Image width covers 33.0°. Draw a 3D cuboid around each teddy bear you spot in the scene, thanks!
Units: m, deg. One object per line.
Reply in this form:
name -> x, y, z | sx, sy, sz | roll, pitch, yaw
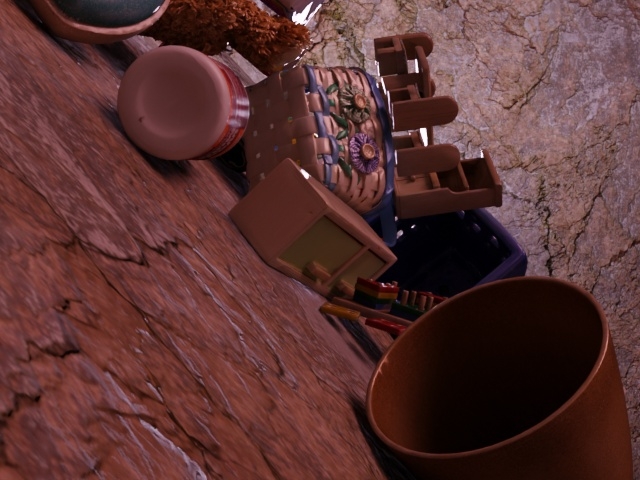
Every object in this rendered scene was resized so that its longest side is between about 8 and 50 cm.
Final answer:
teddy bear -> -0.171, -0.321, 1.477 | 0.338, 0.113, 0.245 | 17, 18, -5

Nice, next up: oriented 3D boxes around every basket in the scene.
basket -> 0.019, -0.120, 1.566 | 0.289, 0.201, 0.255 | 12, 65, -61

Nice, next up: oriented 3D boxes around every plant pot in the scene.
plant pot -> 0.193, 0.056, 1.780 | 0.236, 0.236, 0.212 | 50, 0, 31
plant pot -> 0.203, 0.207, 1.047 | 0.254, 0.237, 0.237 | 61, 0, -26

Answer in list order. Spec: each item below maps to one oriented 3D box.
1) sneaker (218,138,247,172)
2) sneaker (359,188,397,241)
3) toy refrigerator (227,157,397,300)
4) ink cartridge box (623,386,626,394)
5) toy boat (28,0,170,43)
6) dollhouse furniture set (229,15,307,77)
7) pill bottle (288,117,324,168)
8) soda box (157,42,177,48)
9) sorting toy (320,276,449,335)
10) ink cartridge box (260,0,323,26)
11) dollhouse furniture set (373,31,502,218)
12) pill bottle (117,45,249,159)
sneaker -> -0.120, -0.124, 1.592 | 0.188, 0.066, 0.071 | 31, 34, -54
sneaker -> 0.110, -0.051, 1.957 | 0.087, 0.221, 0.128 | 41, -9, 33
toy refrigerator -> 0.000, 0.000, 1.367 | 0.094, 0.102, 0.269 | 50, 6, 25
ink cartridge box -> 0.242, 0.184, 1.356 | 0.117, 0.207, 0.283 | 45, 6, -3
toy boat -> -0.298, -0.372, 1.234 | 0.318, 0.148, 0.267 | 30, 49, -24
dollhouse furniture set -> -0.226, -0.375, 1.717 | 0.374, 0.152, 0.201 | 37, 3, -41
pill bottle -> -0.060, -0.152, 1.832 | 0.208, 0.117, 0.117 | 51, 7, 30
soda box -> -0.237, -0.290, 1.748 | 0.053, 0.060, 0.169 | 40, 8, -18
sorting toy -> 0.099, 0.082, 1.397 | 0.132, 0.046, 0.274 | 17, 5, 28
ink cartridge box -> -0.107, -0.548, 1.622 | 0.395, 0.270, 0.151 | 39, -1, 3
dollhouse furniture set -> 0.180, -0.167, 1.615 | 0.212, 0.161, 0.242 | -98, 180, -55
pill bottle -> -0.146, -0.151, 1.227 | 0.121, 0.121, 0.221 | 47, 6, 0
